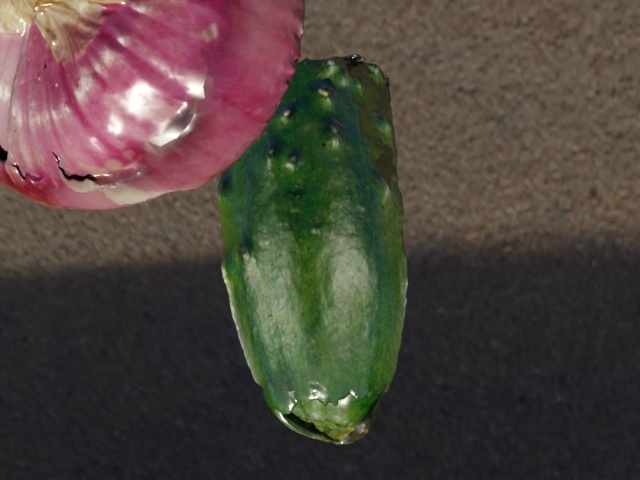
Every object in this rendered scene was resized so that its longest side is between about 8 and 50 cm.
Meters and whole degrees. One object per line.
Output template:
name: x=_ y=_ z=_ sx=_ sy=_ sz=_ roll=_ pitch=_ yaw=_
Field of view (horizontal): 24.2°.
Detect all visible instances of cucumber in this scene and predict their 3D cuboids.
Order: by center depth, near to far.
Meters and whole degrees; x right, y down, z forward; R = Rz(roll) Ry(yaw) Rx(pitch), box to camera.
cucumber: x=-0.001 y=-0.001 z=1.235 sx=0.145 sy=0.105 sz=0.325 roll=9 pitch=67 yaw=-29

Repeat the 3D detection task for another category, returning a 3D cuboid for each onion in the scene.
onion: x=-0.101 y=-0.121 z=0.785 sx=0.230 sy=0.163 sz=0.230 roll=-7 pitch=74 yaw=26
